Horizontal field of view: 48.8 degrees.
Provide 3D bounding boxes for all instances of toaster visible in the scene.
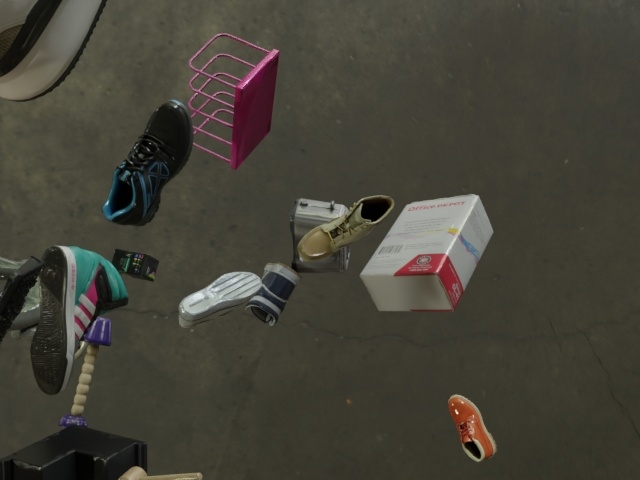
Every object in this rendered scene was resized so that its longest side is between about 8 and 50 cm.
[{"bbox_3d":[0.000,0.000,1.848,0.146,0.129,0.227,4,119,9],"label":"toaster"}]

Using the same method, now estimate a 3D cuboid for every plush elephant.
[{"bbox_3d":[-0.774,0.200,1.983,0.256,0.329,0.272,108,146,-45],"label":"plush elephant"}]

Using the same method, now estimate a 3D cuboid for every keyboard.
[{"bbox_3d":[-0.484,0.164,1.012,0.033,0.201,0.317,31,94,-14],"label":"keyboard"}]

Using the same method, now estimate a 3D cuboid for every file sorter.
[{"bbox_3d":[-0.253,-0.391,1.960,0.182,0.291,0.202,26,51,10],"label":"file sorter"}]

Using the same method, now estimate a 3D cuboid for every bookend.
[{"bbox_3d":[-0.378,0.358,1.090,0.157,0.156,0.073,5,98,23],"label":"bookend"}]

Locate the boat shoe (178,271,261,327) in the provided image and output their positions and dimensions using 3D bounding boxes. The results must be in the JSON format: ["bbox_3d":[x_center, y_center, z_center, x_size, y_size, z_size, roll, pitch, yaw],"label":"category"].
[{"bbox_3d":[-0.247,0.141,1.698,0.083,0.226,0.076,54,141,24],"label":"boat shoe"}]

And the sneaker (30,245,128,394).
[{"bbox_3d":[-0.481,0.155,1.434,0.123,0.178,0.296,12,97,32],"label":"sneaker"}]

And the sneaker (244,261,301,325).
[{"bbox_3d":[-0.136,0.148,1.923,0.099,0.282,0.153,31,79,-5],"label":"sneaker"}]

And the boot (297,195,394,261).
[{"bbox_3d":[0.056,-0.029,1.605,0.213,0.165,0.077,-26,84,-23],"label":"boot"}]

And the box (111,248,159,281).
[{"bbox_3d":[-0.415,0.055,1.575,0.083,0.062,0.052,9,76,15],"label":"box"}]

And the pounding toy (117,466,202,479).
[{"bbox_3d":[-0.212,0.399,0.949,0.206,0.094,0.181,35,118,15],"label":"pounding toy"}]

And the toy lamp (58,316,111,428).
[{"bbox_3d":[-0.579,0.326,1.755,0.080,0.080,0.275,10,81,17],"label":"toy lamp"}]

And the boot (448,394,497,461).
[{"bbox_3d":[0.331,0.421,1.583,0.059,0.084,0.158,-42,68,26],"label":"boot"}]

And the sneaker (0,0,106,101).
[{"bbox_3d":[-0.265,-0.369,0.611,0.169,0.257,0.448,22,87,31],"label":"sneaker"}]

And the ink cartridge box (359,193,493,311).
[{"bbox_3d":[0.271,0.033,1.767,0.226,0.306,0.131,-5,124,40],"label":"ink cartridge box"}]

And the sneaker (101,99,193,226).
[{"bbox_3d":[-0.420,-0.183,1.727,0.125,0.139,0.341,27,101,15],"label":"sneaker"}]
